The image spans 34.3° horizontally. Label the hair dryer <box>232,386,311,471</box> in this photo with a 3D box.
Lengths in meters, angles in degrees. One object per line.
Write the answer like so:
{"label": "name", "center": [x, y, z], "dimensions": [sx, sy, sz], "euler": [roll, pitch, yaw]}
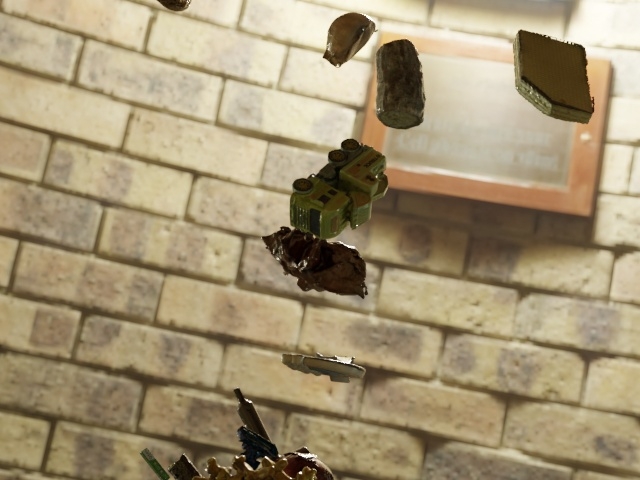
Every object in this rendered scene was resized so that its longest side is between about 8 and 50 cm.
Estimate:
{"label": "hair dryer", "center": [-0.142, 0.415, 2.093], "dimensions": [0.195, 0.248, 0.078], "euler": [-22, -23, -19]}

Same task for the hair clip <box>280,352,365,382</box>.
{"label": "hair clip", "center": [0.017, 0.229, 1.920], "dimensions": [0.140, 0.054, 0.220], "euler": [8, -10, 14]}

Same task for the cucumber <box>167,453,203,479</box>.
{"label": "cucumber", "center": [-0.257, 0.563, 2.277], "dimensions": [0.215, 0.052, 0.058], "euler": [47, -33, 22]}

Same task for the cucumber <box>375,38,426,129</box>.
{"label": "cucumber", "center": [0.099, -0.196, 1.294], "dimensions": [0.064, 0.112, 0.064], "euler": [0, -23, 0]}

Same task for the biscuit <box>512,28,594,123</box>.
{"label": "biscuit", "center": [0.461, -0.324, 2.066], "dimensions": [0.150, 0.252, 0.052], "euler": [12, -49, -4]}

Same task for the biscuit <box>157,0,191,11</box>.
{"label": "biscuit", "center": [-0.341, -0.550, 2.093], "dimensions": [0.042, 0.226, 0.226], "euler": [-33, -29, 17]}

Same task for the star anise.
{"label": "star anise", "center": [-0.007, 0.005, 2.055], "dimensions": [0.237, 0.148, 0.346], "euler": [22, -38, 31]}

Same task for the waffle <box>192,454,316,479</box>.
{"label": "waffle", "center": [-0.072, 0.381, 1.295], "dimensions": [0.231, 0.229, 0.051], "euler": [6, 12, 17]}

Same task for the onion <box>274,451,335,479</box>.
{"label": "onion", "center": [-0.034, 0.424, 1.772], "dimensions": [0.131, 0.131, 0.131], "euler": [11, -10, 2]}

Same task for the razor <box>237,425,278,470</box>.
{"label": "razor", "center": [-0.112, 0.470, 1.708], "dimensions": [0.056, 0.324, 0.093], "euler": [-28, -44, 26]}

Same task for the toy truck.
{"label": "toy truck", "center": [0.043, -0.078, 1.685], "dimensions": [0.116, 0.191, 0.085], "euler": [29, -40, 25]}

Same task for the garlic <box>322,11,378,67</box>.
{"label": "garlic", "center": [0.053, -0.383, 1.915], "dimensions": [0.066, 0.152, 0.084], "euler": [34, -28, 10]}

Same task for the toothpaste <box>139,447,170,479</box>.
{"label": "toothpaste", "center": [-0.357, 0.484, 2.237], "dimensions": [0.083, 0.017, 0.020], "euler": [52, -28, 0]}
